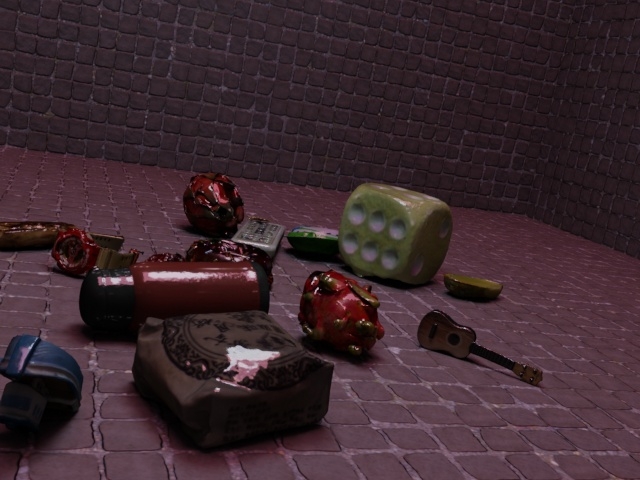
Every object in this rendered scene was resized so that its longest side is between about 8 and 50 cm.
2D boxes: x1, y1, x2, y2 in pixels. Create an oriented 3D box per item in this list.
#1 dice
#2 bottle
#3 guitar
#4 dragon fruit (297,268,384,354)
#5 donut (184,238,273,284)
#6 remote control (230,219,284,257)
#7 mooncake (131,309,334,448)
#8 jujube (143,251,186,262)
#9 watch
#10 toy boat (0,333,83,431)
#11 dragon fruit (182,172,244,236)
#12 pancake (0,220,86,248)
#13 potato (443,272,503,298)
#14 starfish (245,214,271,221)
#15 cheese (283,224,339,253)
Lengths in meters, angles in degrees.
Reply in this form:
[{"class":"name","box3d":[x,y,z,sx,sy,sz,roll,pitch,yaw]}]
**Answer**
[{"class":"dice","box3d":[0.218,-0.019,2.107,0.252,0.254,0.249,20,15,35]},{"class":"bottle","box3d":[-0.272,0.106,1.359,0.336,0.144,0.144,3,14,-27]},{"class":"guitar","box3d":[0.329,0.225,1.502,0.271,0.084,0.038,23,14,25]},{"class":"dragon fruit","box3d":[0.045,0.142,1.435,0.172,0.160,0.166,21,-27,29]},{"class":"donut","box3d":[-0.219,0.056,1.776,0.235,0.089,0.235,11,10,-2]},{"class":"remote control","box3d":[-0.182,-0.001,2.142,0.128,0.066,0.335,12,11,0]},{"class":"mooncake","box3d":[-0.133,0.187,1.095,0.254,0.136,0.250,0,19,-40]},{"class":"jujube","box3d":[-0.350,0.082,1.530,0.104,0.104,0.166,17,27,32]},{"class":"watch","box3d":[-0.504,0.026,1.706,0.165,0.102,0.268,23,7,24]},{"class":"toy boat","box3d":[-0.359,0.191,0.925,0.088,0.102,0.215,9,-28,-3]},{"class":"dragon fruit","box3d":[-0.326,-0.110,2.242,0.193,0.192,0.274,1,16,-17]},{"class":"pancake","box3d":[-0.710,-0.016,1.779,0.257,0.056,0.212,0,6,-14]},{"class":"potato","box3d":[0.430,0.136,2.057,0.198,0.054,0.119,6,11,-41]},{"class":"starfish","box3d":[-0.188,-0.067,2.269,0.086,0.016,0.092,6,1,-18]},{"class":"cheese","box3d":[0.000,0.000,2.241,0.204,0.083,0.320,5,-1,15]}]
